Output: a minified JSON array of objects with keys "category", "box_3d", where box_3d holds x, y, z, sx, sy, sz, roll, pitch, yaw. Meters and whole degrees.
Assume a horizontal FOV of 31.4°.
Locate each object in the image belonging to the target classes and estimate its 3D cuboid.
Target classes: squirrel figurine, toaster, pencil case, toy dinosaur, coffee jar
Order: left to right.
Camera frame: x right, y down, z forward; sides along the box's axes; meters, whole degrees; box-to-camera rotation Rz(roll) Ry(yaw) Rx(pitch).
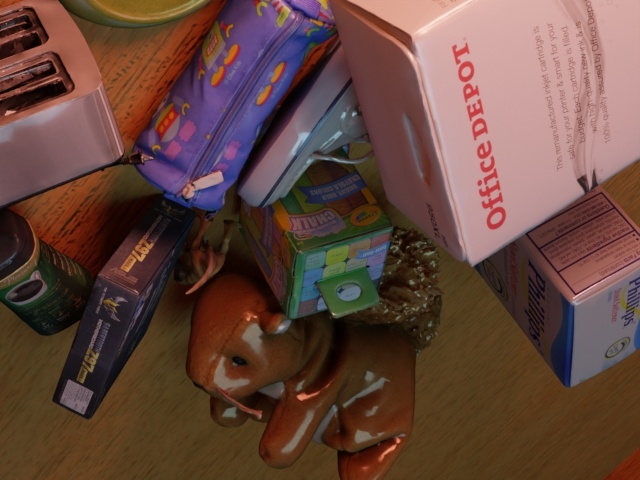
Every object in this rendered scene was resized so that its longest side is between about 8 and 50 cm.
[{"category":"toaster","box_3d":[-0.284,-0.130,1.095,0.186,0.168,0.110,-23,144,-13]},{"category":"coffee jar","box_3d":[-0.346,0.038,1.336,0.096,0.079,0.184,-31,147,3]},{"category":"toy dinosaur","box_3d":[-0.140,0.024,1.429,0.064,0.112,0.211,17,172,-12]},{"category":"pencil case","box_3d":[-0.093,-0.165,1.242,0.119,0.133,0.306,23,120,-26]},{"category":"squirrel figurine","box_3d":[-0.010,0.119,1.607,0.397,0.281,0.370,-49,135,-1]}]

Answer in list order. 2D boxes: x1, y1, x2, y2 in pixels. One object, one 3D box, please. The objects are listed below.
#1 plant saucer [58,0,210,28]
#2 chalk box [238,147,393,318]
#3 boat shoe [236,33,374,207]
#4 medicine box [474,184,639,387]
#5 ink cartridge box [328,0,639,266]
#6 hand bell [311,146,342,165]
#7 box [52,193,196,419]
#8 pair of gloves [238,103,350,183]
[{"category":"plant saucer","box_3d":[-0.158,-0.296,1.106,0.241,0.037,0.241,-21,144,-17]},{"category":"chalk box","box_3d":[0.000,0.000,1.407,0.132,0.213,0.132,-16,142,-22]},{"category":"boat shoe","box_3d":[0.063,-0.160,1.301,0.156,0.136,0.367,36,97,-12]},{"category":"medicine box","box_3d":[0.347,0.023,1.688,0.149,0.289,0.263,-28,146,-8]},{"category":"ink cartridge box","box_3d":[0.235,-0.204,1.171,0.395,0.166,0.285,-31,130,-14]},{"category":"hand bell","box_3d":[0.056,-0.141,1.401,0.242,0.126,0.126,-25,146,-8]},{"category":"box","box_3d":[-0.241,0.081,1.402,0.059,0.183,0.232,27,126,-1]},{"category":"pair of gloves","box_3d":[-0.028,-0.125,1.441,0.159,0.023,0.198,-15,142,-22]}]
